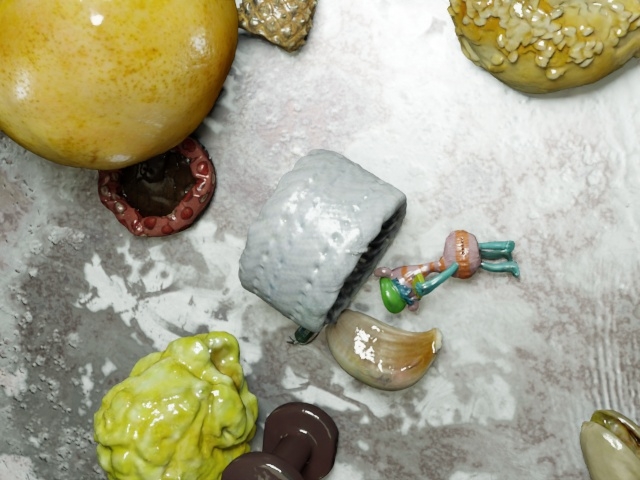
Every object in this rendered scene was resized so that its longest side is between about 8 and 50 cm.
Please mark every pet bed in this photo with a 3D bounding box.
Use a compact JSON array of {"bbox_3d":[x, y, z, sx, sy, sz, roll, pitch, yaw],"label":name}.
[{"bbox_3d":[-0.266,-0.098,1.130,0.201,0.053,0.201,3,101,17],"label":"pet bed"}]

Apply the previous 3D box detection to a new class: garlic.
[{"bbox_3d":[0.079,0.156,1.097,0.198,0.090,0.128,26,91,13],"label":"garlic"}]

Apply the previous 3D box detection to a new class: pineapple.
[{"bbox_3d":[-0.027,-0.389,0.994,0.111,0.119,0.237,40,108,49],"label":"pineapple"}]

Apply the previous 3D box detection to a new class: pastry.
[{"bbox_3d":[0.310,-0.340,0.880,0.284,0.184,0.315,37,106,2],"label":"pastry"}]

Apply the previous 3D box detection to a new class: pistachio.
[{"bbox_3d":[0.438,0.320,1.034,0.113,0.113,0.149,-28,79,16],"label":"pistachio"}]

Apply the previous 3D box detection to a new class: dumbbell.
[{"bbox_3d":[-0.058,0.349,1.082,0.124,0.225,0.140,9,102,14],"label":"dumbbell"}]

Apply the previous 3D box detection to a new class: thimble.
[{"bbox_3d":[0.000,0.000,1.008,0.157,0.217,0.245,34,118,13],"label":"thimble"}]

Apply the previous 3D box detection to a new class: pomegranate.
[{"bbox_3d":[-0.319,-0.300,0.929,0.417,0.416,0.416,3,102,12],"label":"pomegranate"}]

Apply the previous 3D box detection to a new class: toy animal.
[{"bbox_3d":[0.183,0.046,1.032,0.208,0.103,0.100,-16,106,12],"label":"toy animal"}]

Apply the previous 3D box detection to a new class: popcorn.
[{"bbox_3d":[-0.217,0.277,1.093,0.235,0.250,0.241,-19,95,24],"label":"popcorn"}]

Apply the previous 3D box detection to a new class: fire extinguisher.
[{"bbox_3d":[-0.017,0.143,1.136,0.038,0.025,0.083,36,108,-20],"label":"fire extinguisher"}]
